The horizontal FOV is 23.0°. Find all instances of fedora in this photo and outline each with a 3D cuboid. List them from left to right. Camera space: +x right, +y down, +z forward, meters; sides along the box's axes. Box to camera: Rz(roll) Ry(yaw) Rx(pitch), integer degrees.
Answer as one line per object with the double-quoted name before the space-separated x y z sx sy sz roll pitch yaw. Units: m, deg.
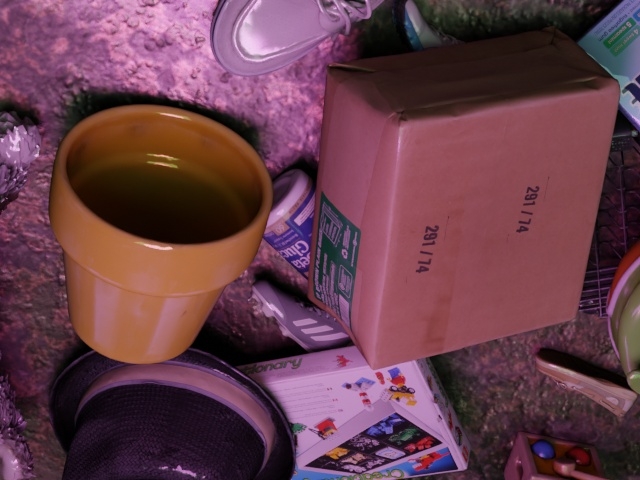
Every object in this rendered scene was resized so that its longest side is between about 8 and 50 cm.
"fedora" -0.204 0.278 1.971 0.334 0.152 0.334 8 128 11

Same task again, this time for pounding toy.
"pounding toy" 0.326 0.317 2.067 0.130 0.141 0.100 12 114 -8

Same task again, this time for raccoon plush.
"raccoon plush" -0.397 0.104 1.912 0.299 0.216 0.446 37 109 -26

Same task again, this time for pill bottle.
"pill bottle" 0.000 0.000 1.927 0.094 0.094 0.169 -40 111 16

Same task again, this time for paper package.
"paper package" 0.156 -0.052 1.799 0.310 0.168 0.324 -12 125 -25

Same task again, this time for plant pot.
"plant pot" -0.200 0.008 1.855 0.254 0.254 0.239 10 131 -7

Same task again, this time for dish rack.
"dish rack" 0.389 -0.035 1.943 0.208 0.074 0.271 -8 117 3

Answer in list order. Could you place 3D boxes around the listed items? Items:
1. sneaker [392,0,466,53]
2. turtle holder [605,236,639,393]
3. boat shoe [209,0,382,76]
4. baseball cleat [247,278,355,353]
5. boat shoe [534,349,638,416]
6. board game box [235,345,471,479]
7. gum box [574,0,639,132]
"sneaker" 0.150 -0.218 1.851 0.083 0.071 0.190 -30 122 5
"turtle holder" 0.490 0.089 1.843 0.320 0.227 0.243 8 116 -7
"boat shoe" 0.026 -0.295 1.753 0.367 0.156 0.136 -34 112 13
"baseball cleat" 0.004 0.100 2.001 0.109 0.072 0.206 -43 115 2
"boat shoe" 0.343 0.188 2.056 0.153 0.056 0.048 20 109 -19
"board game box" 0.016 0.230 2.003 0.305 0.053 0.193 -11 123 23
"gum box" 0.407 -0.208 1.833 0.157 0.041 0.184 -42 94 5
